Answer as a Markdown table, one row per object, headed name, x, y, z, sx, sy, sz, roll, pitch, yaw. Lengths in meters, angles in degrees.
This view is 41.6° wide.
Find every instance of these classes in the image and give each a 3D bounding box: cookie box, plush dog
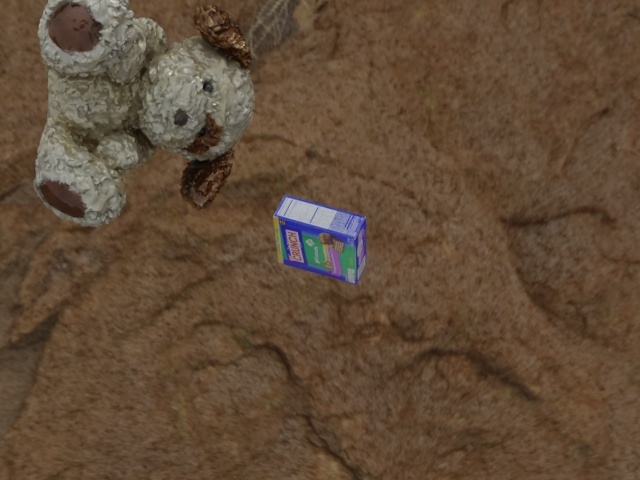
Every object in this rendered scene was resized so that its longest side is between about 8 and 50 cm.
| name | x | y | z | sx | sy | sz | roll | pitch | yaw |
| --- | --- | --- | --- | --- | --- | --- | --- | --- | --- |
| cookie box | 0.000 | 0.000 | 1.034 | 0.107 | 0.092 | 0.040 | 16 | 52 | 16 |
| plush dog | -0.186 | -0.157 | 0.941 | 0.225 | 0.210 | 0.262 | 7 | 115 | -10 |
